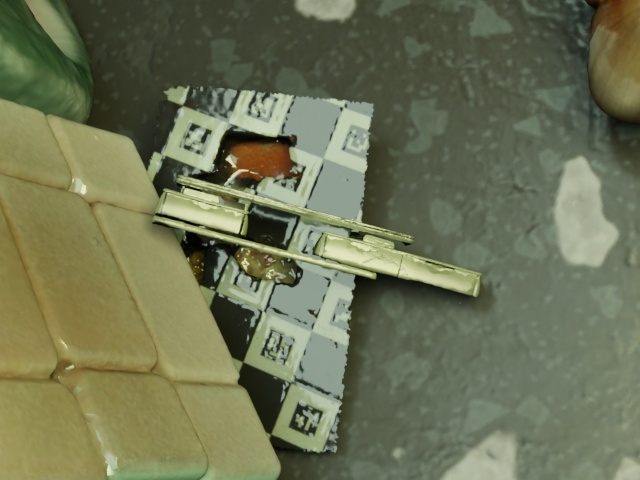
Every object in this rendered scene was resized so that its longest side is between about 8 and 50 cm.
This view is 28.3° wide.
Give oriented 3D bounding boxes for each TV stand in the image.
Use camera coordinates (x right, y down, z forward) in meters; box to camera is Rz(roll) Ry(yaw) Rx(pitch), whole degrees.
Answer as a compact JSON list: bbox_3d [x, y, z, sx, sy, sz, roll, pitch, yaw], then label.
[{"bbox_3d":[0.000,0.000,0.952,0.249,0.036,0.042,15,84,-4],"label":"TV stand"}]

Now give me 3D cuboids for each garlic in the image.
[{"bbox_3d":[0.287,-0.163,0.897,0.214,0.191,0.160,0,101,7],"label":"garlic"}]

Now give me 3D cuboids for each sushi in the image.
[{"bbox_3d":[-0.059,0.020,1.018,0.193,0.043,0.279,5,86,15],"label":"sushi"}]

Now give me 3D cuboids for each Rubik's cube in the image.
[{"bbox_3d":[-0.277,0.105,0.896,0.322,0.316,0.318,-35,67,22],"label":"Rubik's cube"}]

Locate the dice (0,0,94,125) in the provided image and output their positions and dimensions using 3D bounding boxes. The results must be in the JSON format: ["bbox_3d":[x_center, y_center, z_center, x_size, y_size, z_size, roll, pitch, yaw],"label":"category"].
[{"bbox_3d":[-0.411,-0.168,1.021,0.330,0.348,0.328,-34,70,9],"label":"dice"}]
